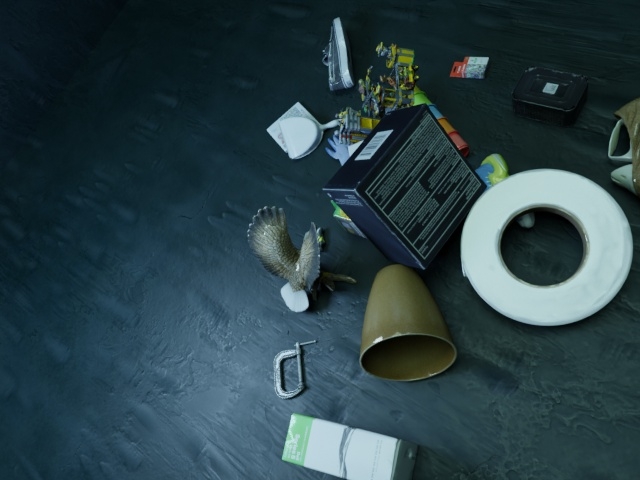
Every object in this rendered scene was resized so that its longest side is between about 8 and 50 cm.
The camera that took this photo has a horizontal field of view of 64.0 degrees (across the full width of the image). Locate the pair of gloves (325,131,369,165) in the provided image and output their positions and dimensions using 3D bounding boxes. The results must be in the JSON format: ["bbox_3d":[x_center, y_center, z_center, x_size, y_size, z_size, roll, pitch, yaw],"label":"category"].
[{"bbox_3d":[0.118,-0.328,1.711,0.198,0.023,0.159,-29,57,5],"label":"pair of gloves"}]

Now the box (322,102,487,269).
[{"bbox_3d":[0.219,-0.135,1.326,0.296,0.294,0.182,-50,23,-13],"label":"box"}]

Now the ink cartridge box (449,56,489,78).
[{"bbox_3d":[0.478,-0.558,1.648,0.115,0.029,0.063,13,74,28],"label":"ink cartridge box"}]

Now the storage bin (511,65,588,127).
[{"bbox_3d":[0.657,-0.414,1.470,0.180,0.084,0.122,25,79,32],"label":"storage bin"}]

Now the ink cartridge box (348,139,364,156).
[{"bbox_3d":[0.222,-0.244,1.536,0.237,0.172,0.100,-20,59,15],"label":"ink cartridge box"}]

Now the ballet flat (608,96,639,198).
[{"bbox_3d":[0.807,-0.213,1.306,0.124,0.116,0.343,-14,60,41],"label":"ballet flat"}]

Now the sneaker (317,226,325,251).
[{"bbox_3d":[0.000,0.000,1.614,0.035,0.031,0.083,10,76,14],"label":"sneaker"}]

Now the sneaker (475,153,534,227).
[{"bbox_3d":[0.494,-0.118,1.422,0.126,0.091,0.240,-33,56,29],"label":"sneaker"}]

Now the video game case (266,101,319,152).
[{"bbox_3d":[-0.101,-0.410,1.849,0.157,0.019,0.143,-41,57,3],"label":"video game case"}]

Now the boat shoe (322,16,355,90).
[{"bbox_3d":[0.055,-0.673,1.855,0.102,0.108,0.302,-12,70,17],"label":"boat shoe"}]

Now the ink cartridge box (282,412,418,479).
[{"bbox_3d":[0.077,0.512,1.241,0.272,0.198,0.115,5,70,27],"label":"ink cartridge box"}]

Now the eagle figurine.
[{"bbox_3d":[-0.061,0.049,1.456,0.226,0.298,0.225,-24,60,13],"label":"eagle figurine"}]

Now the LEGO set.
[{"bbox_3d":[0.148,-0.430,1.548,0.191,0.331,0.255,5,75,-11],"label":"LEGO set"}]

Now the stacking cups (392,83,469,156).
[{"bbox_3d":[0.338,-0.368,1.590,0.096,0.096,0.316,-33,59,7],"label":"stacking cups"}]

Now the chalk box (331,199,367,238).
[{"bbox_3d":[0.134,-0.089,1.530,0.212,0.132,0.132,21,77,29],"label":"chalk box"}]

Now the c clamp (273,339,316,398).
[{"bbox_3d":[-0.077,0.373,1.480,0.137,0.022,0.161,-10,63,20],"label":"c clamp"}]

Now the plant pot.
[{"bbox_3d":[0.210,0.195,1.328,0.237,0.237,0.255,-17,47,17],"label":"plant pot"}]

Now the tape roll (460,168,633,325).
[{"bbox_3d":[0.547,0.018,1.271,0.391,0.072,0.393,-3,83,21],"label":"tape roll"}]

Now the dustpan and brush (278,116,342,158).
[{"bbox_3d":[-0.024,-0.382,1.777,0.211,0.060,0.148,-20,85,13],"label":"dustpan and brush"}]
